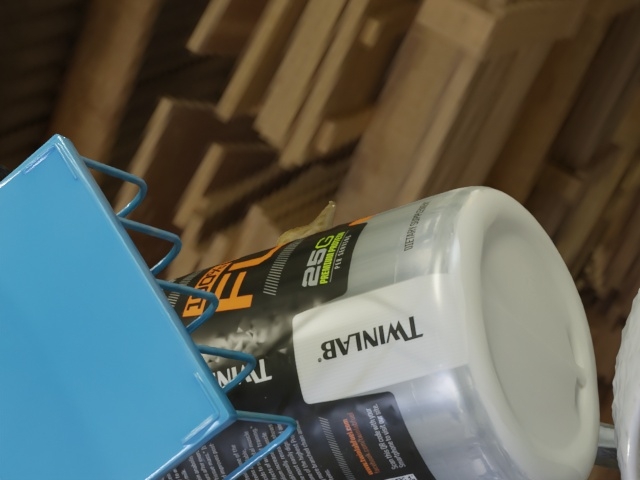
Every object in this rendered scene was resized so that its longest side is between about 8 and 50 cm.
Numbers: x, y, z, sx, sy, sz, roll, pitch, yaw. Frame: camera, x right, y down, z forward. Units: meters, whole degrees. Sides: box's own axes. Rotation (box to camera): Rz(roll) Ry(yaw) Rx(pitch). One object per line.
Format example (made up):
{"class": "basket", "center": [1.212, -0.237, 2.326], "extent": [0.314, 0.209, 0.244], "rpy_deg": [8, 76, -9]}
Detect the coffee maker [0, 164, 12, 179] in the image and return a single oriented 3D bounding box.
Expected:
{"class": "coffee maker", "center": [-0.334, 0.018, 1.244], "extent": [0.120, 0.171, 0.178], "rpy_deg": [49, -146, -36]}

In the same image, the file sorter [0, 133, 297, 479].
{"class": "file sorter", "center": [-0.110, 0.056, 0.829], "extent": [0.118, 0.170, 0.104], "rpy_deg": [-38, -21, 13]}

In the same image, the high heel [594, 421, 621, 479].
{"class": "high heel", "center": [0.232, 0.244, 1.218], "extent": [0.261, 0.186, 0.093], "rpy_deg": [-58, -46, -30]}

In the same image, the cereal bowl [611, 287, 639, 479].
{"class": "cereal bowl", "center": [0.315, 0.060, 0.850], "extent": [0.141, 0.339, 0.339], "rpy_deg": [-92, 20, -59]}

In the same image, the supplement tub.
{"class": "supplement tub", "center": [-0.006, 0.097, 1.005], "extent": [0.316, 0.193, 0.193], "rpy_deg": [-18, 4, 28]}

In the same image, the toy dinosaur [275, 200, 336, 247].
{"class": "toy dinosaur", "center": [0.000, 0.000, 1.769], "extent": [0.183, 0.093, 0.053], "rpy_deg": [-55, -35, -41]}
